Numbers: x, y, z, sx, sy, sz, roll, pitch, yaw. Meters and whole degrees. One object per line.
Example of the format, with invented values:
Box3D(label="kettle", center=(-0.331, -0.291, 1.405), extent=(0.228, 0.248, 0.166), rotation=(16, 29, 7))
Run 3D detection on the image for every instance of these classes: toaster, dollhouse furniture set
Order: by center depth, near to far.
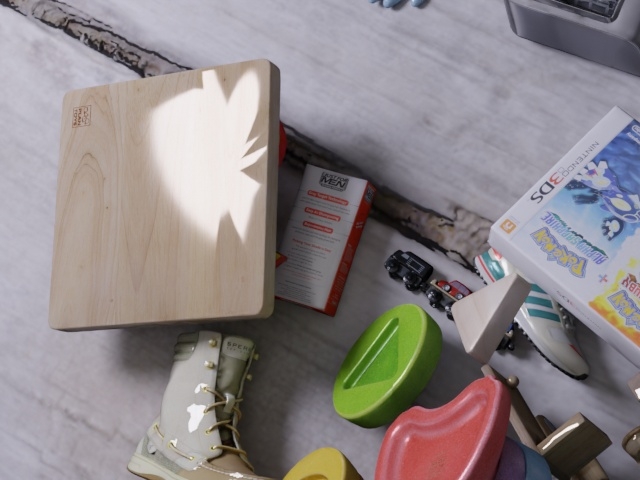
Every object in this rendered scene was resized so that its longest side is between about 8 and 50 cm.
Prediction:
Box3D(label="dollhouse furniture set", center=(0.266, 0.143, 1.320), extent=(0.151, 0.144, 0.123), rotation=(-41, 39, 12))
Box3D(label="toaster", center=(0.275, -0.273, 1.416), extent=(0.186, 0.110, 0.168), rotation=(23, 83, 19))

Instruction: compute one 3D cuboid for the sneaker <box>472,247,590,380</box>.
Box3D(label="sneaker", center=(0.220, 0.058, 1.382), extent=(0.075, 0.057, 0.161), rotation=(-40, 68, 8))

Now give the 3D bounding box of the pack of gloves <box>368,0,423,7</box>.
Box3D(label="pack of gloves", center=(0.088, -0.372, 1.538), extent=(0.195, 0.046, 0.232), rotation=(40, 93, 8))

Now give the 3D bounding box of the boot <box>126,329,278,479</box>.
Box3D(label="boot", center=(-0.096, 0.174, 1.402), extent=(0.213, 0.077, 0.165), rotation=(6, 73, 50))

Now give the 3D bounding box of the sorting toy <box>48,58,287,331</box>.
Box3D(label="sorting toy", center=(-0.144, -0.035, 1.467), extent=(0.256, 0.089, 0.257), rotation=(-6, 75, 28))

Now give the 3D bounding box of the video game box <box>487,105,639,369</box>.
Box3D(label="video game box", center=(0.296, -0.003, 1.357), extent=(0.205, 0.048, 0.187), rotation=(41, 76, 20))

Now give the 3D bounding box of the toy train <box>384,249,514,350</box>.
Box3D(label="toy train", center=(0.133, 0.058, 1.424), extent=(0.158, 0.027, 0.036), rotation=(36, 78, 20))

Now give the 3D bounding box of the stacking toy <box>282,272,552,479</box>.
Box3D(label="stacking toy", center=(0.109, 0.194, 1.315), extent=(0.309, 0.130, 0.279), rotation=(-23, 36, 52))

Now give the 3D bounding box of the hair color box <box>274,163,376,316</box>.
Box3D(label="hair color box", center=(0.000, 0.000, 1.465), extent=(0.072, 0.043, 0.141), rotation=(17, 84, 19))
